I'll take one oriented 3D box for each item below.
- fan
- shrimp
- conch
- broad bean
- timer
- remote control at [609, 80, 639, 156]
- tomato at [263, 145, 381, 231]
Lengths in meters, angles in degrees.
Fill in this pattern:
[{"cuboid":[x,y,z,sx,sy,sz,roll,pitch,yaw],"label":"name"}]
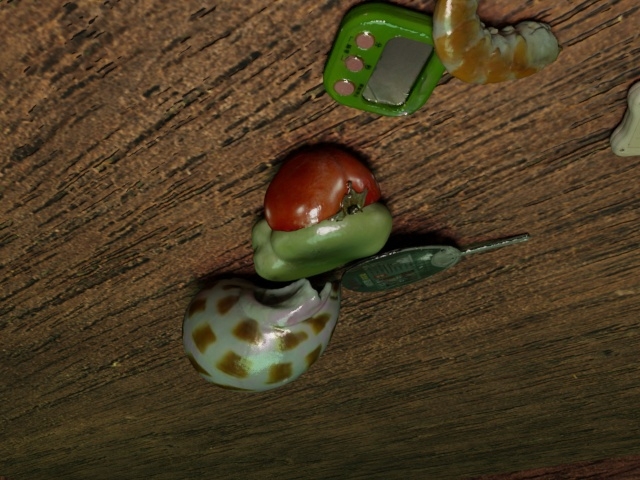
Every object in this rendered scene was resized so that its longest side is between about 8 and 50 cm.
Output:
[{"cuboid":[0.168,0.047,1.146,0.294,0.012,0.223,-6,160,-18],"label":"fan"},{"cuboid":[0.189,-0.242,0.709,0.161,0.049,0.166,-11,128,-15],"label":"shrimp"},{"cuboid":[-0.116,0.158,1.204,0.249,0.197,0.368,-14,-172,-35],"label":"conch"},{"cuboid":[0.000,0.000,1.035,0.228,0.100,0.169,-17,166,38],"label":"broad bean"},{"cuboid":[0.074,-0.202,0.777,0.128,0.047,0.140,12,146,-12],"label":"timer"},{"cuboid":[0.406,-0.151,0.849,0.074,0.032,0.122,-1,146,4],"label":"remote control"},{"cuboid":[-0.005,-0.076,0.913,0.139,0.159,0.091,11,122,57],"label":"tomato"}]
